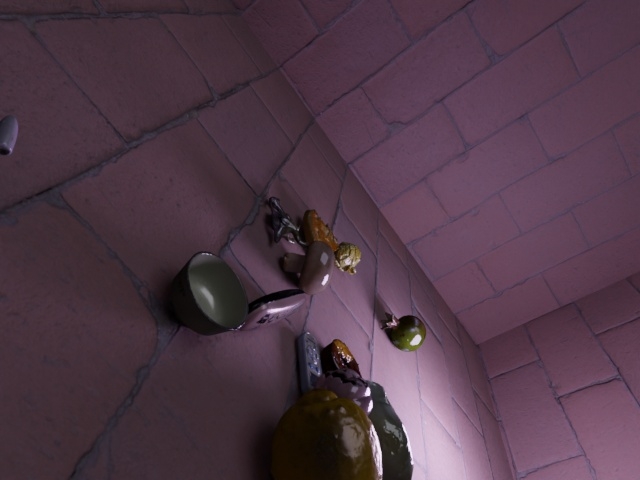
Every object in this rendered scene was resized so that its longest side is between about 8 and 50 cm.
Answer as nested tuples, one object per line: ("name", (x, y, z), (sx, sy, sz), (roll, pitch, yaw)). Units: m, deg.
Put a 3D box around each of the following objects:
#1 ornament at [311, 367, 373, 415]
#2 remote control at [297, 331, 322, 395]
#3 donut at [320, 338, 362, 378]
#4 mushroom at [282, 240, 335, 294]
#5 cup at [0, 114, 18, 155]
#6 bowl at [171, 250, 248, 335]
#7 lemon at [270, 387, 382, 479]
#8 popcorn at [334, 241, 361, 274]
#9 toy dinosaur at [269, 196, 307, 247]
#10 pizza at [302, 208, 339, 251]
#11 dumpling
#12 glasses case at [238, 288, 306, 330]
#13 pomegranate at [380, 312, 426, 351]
("ornament", (0.064, 0.453, 1.291), (0.177, 0.177, 0.178), (47, 23, -28))
("remote control", (-0.034, 0.398, 1.430), (0.087, 0.047, 0.244), (46, 23, -37))
("donut", (0.070, 0.438, 1.572), (0.184, 0.073, 0.166), (56, 21, -4))
("mushroom", (-0.047, 0.093, 1.677), (0.204, 0.204, 0.204), (47, 23, -28))
("cup", (-0.650, -0.190, 0.704), (0.299, 0.167, 0.173), (12, 55, -28))
("bowl", (-0.285, 0.144, 1.121), (0.211, 0.112, 0.212), (46, 25, -28))
("lemon", (0.017, 0.529, 1.075), (0.285, 0.285, 0.317), (-46, 126, -69))
("popcorn", (0.123, 0.076, 2.113), (0.141, 0.135, 0.163), (39, 25, -57))
("toy dinosaur", (-0.144, -0.063, 1.790), (0.162, 0.077, 0.294), (39, 14, -33))
("pizza", (0.000, 0.000, 2.006), (0.228, 0.081, 0.290), (22, 41, -48))
("dumpling", (0.170, 0.609, 1.375), (0.270, 0.212, 0.321), (27, 25, -48))
("glasses case", (-0.140, 0.202, 1.353), (0.075, 0.122, 0.314), (57, 19, 12))
("pomegranate", (0.401, 0.435, 2.209), (0.224, 0.181, 0.182), (37, 26, -12))
